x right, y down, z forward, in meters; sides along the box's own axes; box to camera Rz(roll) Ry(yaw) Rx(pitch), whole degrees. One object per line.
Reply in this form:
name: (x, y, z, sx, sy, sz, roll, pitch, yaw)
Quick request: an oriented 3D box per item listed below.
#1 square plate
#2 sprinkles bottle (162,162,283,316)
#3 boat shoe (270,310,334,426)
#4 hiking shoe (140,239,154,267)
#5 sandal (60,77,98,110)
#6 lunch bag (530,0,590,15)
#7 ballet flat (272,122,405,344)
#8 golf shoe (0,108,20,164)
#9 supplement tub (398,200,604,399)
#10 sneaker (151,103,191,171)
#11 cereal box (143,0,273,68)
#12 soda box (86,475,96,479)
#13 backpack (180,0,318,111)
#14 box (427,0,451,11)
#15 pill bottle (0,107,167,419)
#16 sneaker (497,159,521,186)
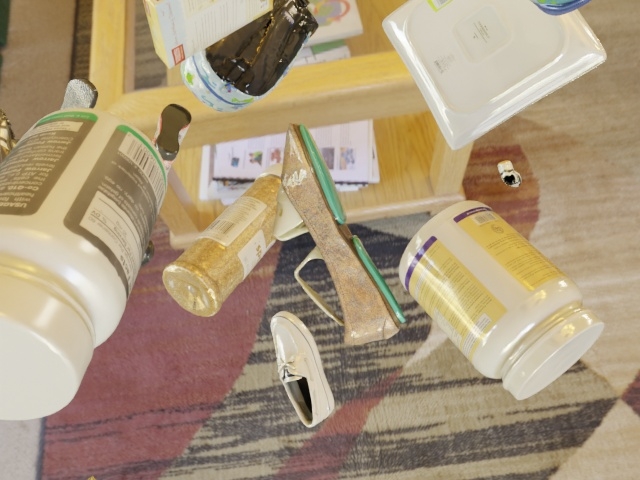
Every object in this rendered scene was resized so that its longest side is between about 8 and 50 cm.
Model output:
square plate: (0.338, -0.421, 1.157, 0.344, 0.049, 0.347, -31, 81, 25)
sprinkles bottle: (-0.149, -0.013, 1.081, 0.121, 0.121, 0.355, 24, 47, 15)
boat shoe: (-0.049, 0.283, 1.233, 0.095, 0.084, 0.258, -28, 88, 33)
hiking shoe: (-0.430, 0.009, 1.053, 0.227, 0.114, 0.086, 9, 90, 12)
sandal: (-0.723, -0.418, 1.682, 0.054, 0.254, 0.097, -36, 102, -39)
lunch bag: (0.156, -0.282, 0.380, 0.090, 0.176, 0.219, 0, 49, -45)
ballet flat: (0.000, 0.000, 0.745, 0.106, 0.107, 0.316, -27, 88, 9)
golf shoe: (-0.744, -0.232, 1.276, 0.094, 0.077, 0.198, -27, 69, -25)
supplement tub: (0.336, 0.108, 1.073, 0.241, 0.241, 0.331, -32, 56, -10)
sneaker: (-0.464, -0.290, 1.663, 0.090, 0.145, 0.270, 25, 38, -23)
cereal box: (-0.186, -0.417, 0.969, 0.240, 0.173, 0.047, -36, 81, -16)
soda box: (-0.335, 0.463, 0.874, 0.061, 0.058, 0.181, -32, 52, -30)
backpack: (-0.196, -0.490, 1.409, 0.273, 0.290, 0.355, -20, 46, 38)
box: (0.185, -0.457, 0.867, 0.109, 0.042, 0.178, -29, 65, 23)
pill bottle: (-0.319, 0.009, 0.668, 0.204, 0.204, 0.361, -4, 39, 3)
sneaker: (0.350, -0.113, 1.035, 0.032, 0.083, 0.037, -21, 57, 31)
